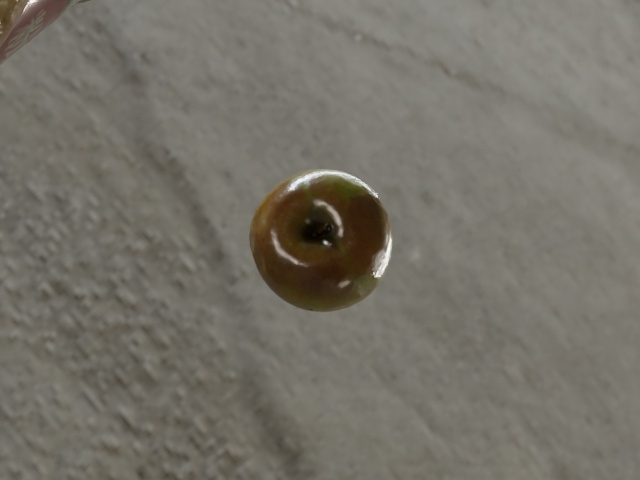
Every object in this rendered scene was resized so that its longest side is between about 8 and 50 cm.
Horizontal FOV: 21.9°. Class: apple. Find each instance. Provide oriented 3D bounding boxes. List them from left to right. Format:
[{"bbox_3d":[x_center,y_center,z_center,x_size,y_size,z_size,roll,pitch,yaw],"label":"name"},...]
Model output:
[{"bbox_3d":[0.000,0.000,1.025,0.089,0.089,0.074,51,-9,-1],"label":"apple"}]

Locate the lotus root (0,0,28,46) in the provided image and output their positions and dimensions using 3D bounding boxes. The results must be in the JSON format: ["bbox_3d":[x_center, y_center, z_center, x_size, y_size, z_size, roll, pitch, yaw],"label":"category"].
[{"bbox_3d":[-0.264,-0.121,0.955,0.188,0.180,0.199,-5,29,-39],"label":"lotus root"}]

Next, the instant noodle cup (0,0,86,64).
[{"bbox_3d":[-0.294,-0.219,1.250,0.235,0.235,0.178,44,59,-15],"label":"instant noodle cup"}]
